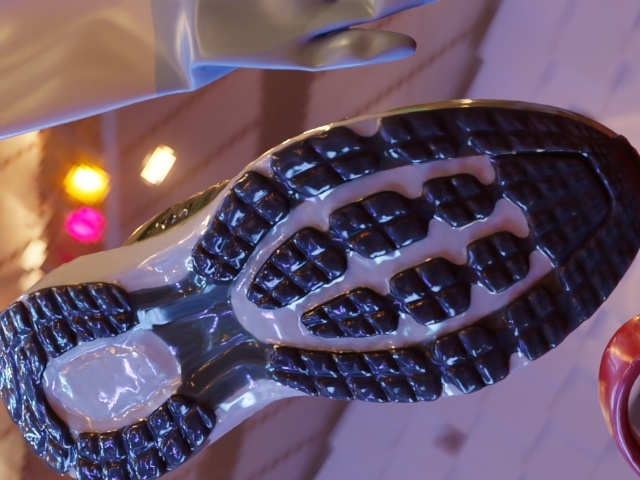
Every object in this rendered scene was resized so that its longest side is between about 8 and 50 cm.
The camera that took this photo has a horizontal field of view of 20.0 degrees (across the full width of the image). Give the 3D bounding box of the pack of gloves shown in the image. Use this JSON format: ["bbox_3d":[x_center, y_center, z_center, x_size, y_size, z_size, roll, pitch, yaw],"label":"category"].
[{"bbox_3d":[-0.057,-0.154,0.751,0.046,0.232,0.195,44,-140,-65],"label":"pack of gloves"}]

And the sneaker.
[{"bbox_3d":[0.000,0.000,1.003,0.158,0.410,0.182,62,-146,-15],"label":"sneaker"}]

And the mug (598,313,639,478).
[{"bbox_3d":[0.197,0.069,0.753,0.113,0.150,0.169,-60,-25,-46],"label":"mug"}]
